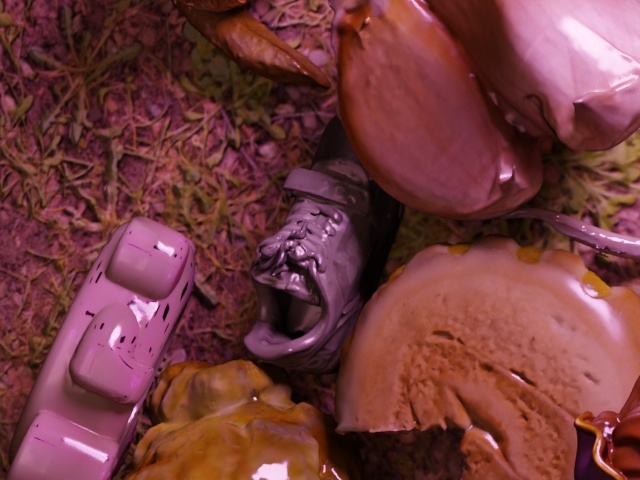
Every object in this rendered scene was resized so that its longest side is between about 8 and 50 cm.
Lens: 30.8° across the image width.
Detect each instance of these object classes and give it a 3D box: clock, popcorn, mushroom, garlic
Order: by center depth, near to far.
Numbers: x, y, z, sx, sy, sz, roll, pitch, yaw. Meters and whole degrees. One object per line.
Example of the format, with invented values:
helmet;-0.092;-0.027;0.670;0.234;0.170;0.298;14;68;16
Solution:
mushroom;0.315;-0.007;1.063;0.306;0.043;0.068;-1;117;20
garlic;0.157;-0.161;1.072;0.286;0.249;0.313;-41;65;-3
popcorn;-0.078;0.244;1.183;0.276;0.276;0.225;43;125;23
clock;-0.222;0.129;1.234;0.114;0.284;0.309;24;87;-2

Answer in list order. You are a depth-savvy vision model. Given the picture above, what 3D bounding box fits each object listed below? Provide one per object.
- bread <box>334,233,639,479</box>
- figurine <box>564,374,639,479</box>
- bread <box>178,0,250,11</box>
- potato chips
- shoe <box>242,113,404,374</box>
bread;0.182;0.149;1.075;0.333;0.160;0.333;-1;89;27
figurine;0.313;0.148;0.884;0.263;0.142;0.189;-34;50;2
bread;-0.105;-0.351;1.247;0.199;0.104;0.199;-3;72;9
potato chips;-0.137;-0.296;1.323;0.080;0.057;0.407;-45;69;17
shoe;-0.003;-0.001;1.189;0.109;0.149;0.292;13;95;29
